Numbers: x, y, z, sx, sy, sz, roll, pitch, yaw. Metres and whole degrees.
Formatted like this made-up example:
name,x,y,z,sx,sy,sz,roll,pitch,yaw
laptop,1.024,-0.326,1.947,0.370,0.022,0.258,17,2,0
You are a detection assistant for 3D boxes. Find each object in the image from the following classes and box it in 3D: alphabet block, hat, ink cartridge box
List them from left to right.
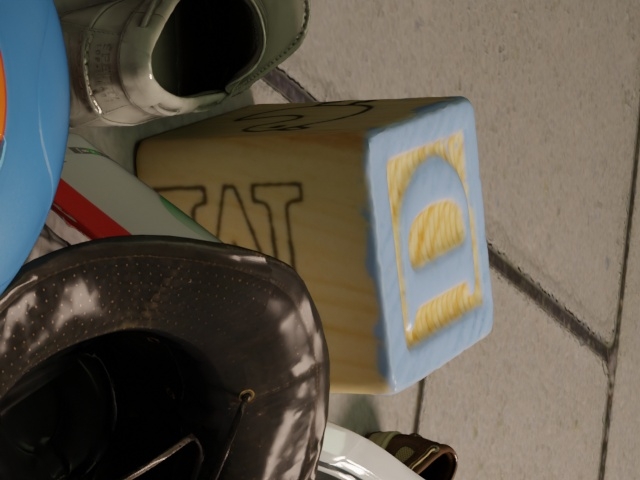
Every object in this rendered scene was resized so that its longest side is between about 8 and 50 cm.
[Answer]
name,x,y,z,sx,sy,sz,roll,pitch,yaw
hat,-0.145,0.102,1.093,0.331,0.134,0.331,-22,135,-24
ink cartridge box,-0.134,-0.024,1.220,0.056,0.181,0.224,-51,143,-4
alphabet block,0.000,0.000,1.442,0.192,0.197,0.193,-22,110,-60

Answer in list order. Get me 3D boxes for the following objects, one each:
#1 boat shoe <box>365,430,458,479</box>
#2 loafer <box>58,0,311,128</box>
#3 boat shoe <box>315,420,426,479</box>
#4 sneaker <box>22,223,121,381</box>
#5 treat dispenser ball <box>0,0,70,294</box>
name,x,y,z,sx,sy,sz,roll,pitch,yaw
boat shoe,0.049,0.264,1.631,0.095,0.095,0.257,63,39,-39
loafer,-0.082,-0.143,1.381,0.319,0.111,0.112,-34,119,-56
boat shoe,0.006,0.216,1.479,0.335,0.121,0.119,32,71,-34
sneaker,-0.146,0.050,1.224,0.305,0.152,0.114,44,55,-51
treat dispenser ball,-0.260,-0.065,0.879,0.288,0.288,0.288,1,89,-61
